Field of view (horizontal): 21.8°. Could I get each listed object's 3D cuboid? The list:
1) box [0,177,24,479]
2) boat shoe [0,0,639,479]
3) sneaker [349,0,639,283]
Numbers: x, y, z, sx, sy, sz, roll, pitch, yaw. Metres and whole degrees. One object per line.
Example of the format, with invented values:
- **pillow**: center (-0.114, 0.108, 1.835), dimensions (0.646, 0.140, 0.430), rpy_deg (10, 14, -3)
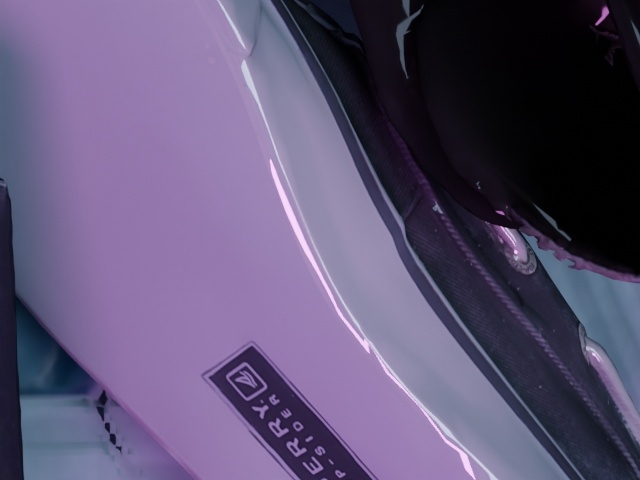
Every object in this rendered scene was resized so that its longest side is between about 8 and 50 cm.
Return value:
- **box**: center (-0.151, 0.066, 0.366), dimensions (0.156, 0.093, 0.158), rpy_deg (-4, 94, -29)
- **boat shoe**: center (0.000, 0.000, 0.449), dimensions (0.301, 0.108, 0.102), rpy_deg (51, 36, -7)
- **sneaker**: center (0.154, -0.053, 0.464), dimensions (0.447, 0.169, 0.257), rpy_deg (39, 62, -20)
